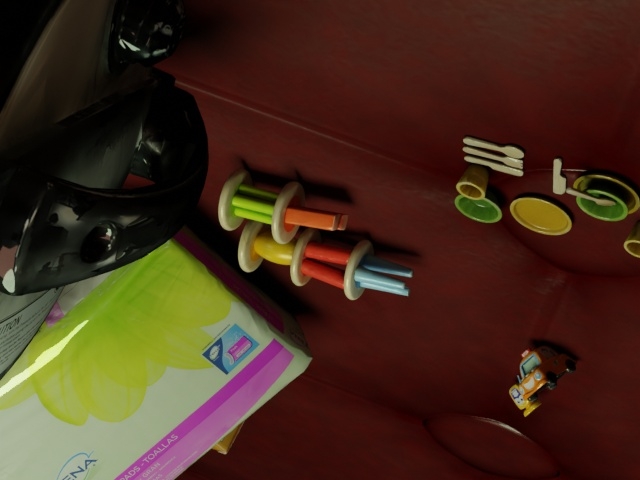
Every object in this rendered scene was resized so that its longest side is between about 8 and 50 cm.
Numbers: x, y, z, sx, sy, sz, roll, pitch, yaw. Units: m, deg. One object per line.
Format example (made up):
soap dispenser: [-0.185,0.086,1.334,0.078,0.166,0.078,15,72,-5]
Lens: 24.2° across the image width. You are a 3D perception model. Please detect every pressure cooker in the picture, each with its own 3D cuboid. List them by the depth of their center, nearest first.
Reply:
pressure cooker: [-0.276,-0.096,0.934,0.420,0.370,0.375,22,150,3]

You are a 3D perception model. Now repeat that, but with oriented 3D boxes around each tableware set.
tableware set: [0.169,-0.023,1.084,0.154,0.024,0.104,16,153,16]

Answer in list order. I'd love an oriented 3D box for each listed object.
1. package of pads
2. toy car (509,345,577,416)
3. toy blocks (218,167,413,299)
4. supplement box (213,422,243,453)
package of pads: [-0.191,0.122,1.388,0.229,0.296,0.101,43,-171,-35]
toy car: [0.181,0.128,1.329,0.040,0.060,0.122,53,150,13]
toy blocks: [0.000,0.000,1.237,0.148,0.054,0.123,14,153,20]
supplement box: [-0.169,0.129,1.536,0.078,0.080,0.233,7,148,42]
